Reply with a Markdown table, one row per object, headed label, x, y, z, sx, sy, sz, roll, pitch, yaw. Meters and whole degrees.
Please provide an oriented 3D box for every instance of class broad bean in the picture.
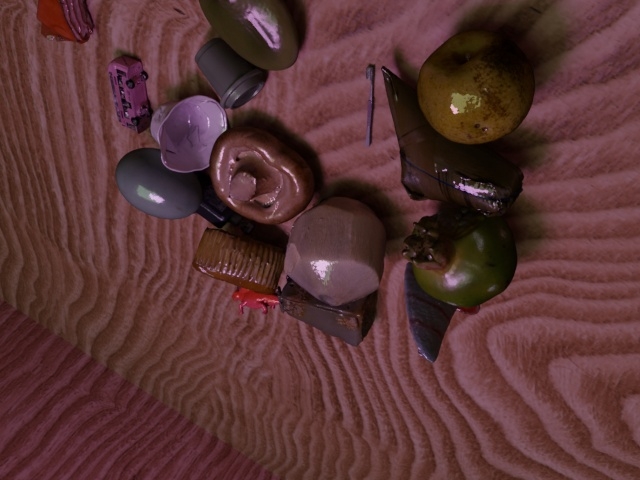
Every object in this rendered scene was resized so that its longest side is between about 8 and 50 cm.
| label | x | y | z | sx | sy | sz | roll | pitch | yaw |
| --- | --- | --- | --- | --- | --- | --- | --- | --- | --- |
| broad bean | -0.147 | -0.449 | 1.213 | 0.189 | 0.121 | 0.263 | -3 | 130 | 43 |

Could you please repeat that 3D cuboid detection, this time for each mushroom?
| label | x | y | z | sx | sy | sz | roll | pitch | yaw |
| --- | --- | --- | --- | --- | --- | --- | --- | --- | --- |
| mushroom | -0.148 | -0.160 | 1.493 | 0.278 | 0.146 | 0.278 | 14 | 127 | 20 |

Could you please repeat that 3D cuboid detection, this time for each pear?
| label | x | y | z | sx | sy | sz | roll | pitch | yaw |
| --- | --- | --- | --- | --- | --- | --- | --- | --- | --- |
| pear | 0.271 | -0.256 | 1.050 | 0.197 | 0.197 | 0.197 | 20 | 139 | 18 |

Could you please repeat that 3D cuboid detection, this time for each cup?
| label | x | y | z | sx | sy | sz | roll | pitch | yaw |
| --- | --- | --- | --- | --- | --- | --- | --- | --- | --- |
| cup | -0.205 | -0.374 | 1.345 | 0.141 | 0.120 | 0.120 | 51 | 140 | -3 |

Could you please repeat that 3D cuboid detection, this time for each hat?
| label | x | y | z | sx | sy | sz | roll | pitch | yaw |
| --- | --- | --- | --- | --- | --- | --- | --- | --- | --- |
| hat | -0.343 | -0.279 | 1.509 | 0.126 | 0.203 | 0.203 | 33 | 149 | 42 |

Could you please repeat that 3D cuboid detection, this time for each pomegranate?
| label | x | y | z | sx | sy | sz | roll | pitch | yaw |
| --- | --- | --- | --- | --- | --- | --- | --- | --- | --- |
| pomegranate | 0.279 | 0.030 | 1.268 | 0.236 | 0.302 | 0.235 | 1 | 92 | 38 |

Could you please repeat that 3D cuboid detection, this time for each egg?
| label | x | y | z | sx | sy | sz | roll | pitch | yaw |
| --- | --- | --- | --- | --- | --- | --- | --- | --- | --- |
| egg | -0.414 | -0.145 | 1.562 | 0.231 | 0.168 | 0.168 | 29 | 142 | -7 |

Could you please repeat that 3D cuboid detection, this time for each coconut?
| label | x | y | z | sx | sy | sz | roll | pitch | yaw |
| --- | --- | --- | --- | --- | --- | --- | --- | --- | --- |
| coconut | 0.036 | 0.038 | 1.458 | 0.245 | 0.247 | 0.245 | 12 | 154 | 6 |

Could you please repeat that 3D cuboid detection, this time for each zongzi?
| label | x | y | z | sx | sy | sz | roll | pitch | yaw |
| --- | --- | --- | --- | --- | --- | --- | --- | --- | --- |
| zongzi | 0.248 | -0.197 | 1.156 | 0.260 | 0.123 | 0.289 | 20 | 140 | 44 |

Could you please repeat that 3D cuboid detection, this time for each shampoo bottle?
| label | x | y | z | sx | sy | sz | roll | pitch | yaw |
| --- | --- | --- | --- | --- | --- | --- | --- | --- | --- |
| shampoo bottle | -0.316 | -0.117 | 1.695 | 0.309 | 0.098 | 0.071 | 36 | 137 | -2 |

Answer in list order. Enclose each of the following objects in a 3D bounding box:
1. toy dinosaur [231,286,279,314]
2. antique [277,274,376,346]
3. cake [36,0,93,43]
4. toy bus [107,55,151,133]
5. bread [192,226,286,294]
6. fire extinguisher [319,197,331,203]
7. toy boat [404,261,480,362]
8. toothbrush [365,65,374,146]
| label | x | y | z | sx | sy | sz | roll | pitch | yaw |
| --- | --- | --- | --- | --- | --- | --- | --- | --- | --- |
| toy dinosaur | -0.188 | 0.164 | 1.941 | 0.286 | 0.070 | 0.138 | -4 | 105 | 37 |
| antique | 0.011 | 0.179 | 1.740 | 0.284 | 0.125 | 0.150 | 17 | 138 | 22 |
| cake | -0.604 | -0.579 | 1.435 | 0.135 | 0.098 | 0.287 | 36 | 146 | 1 |
| toy bus | -0.497 | -0.382 | 1.585 | 0.090 | 0.063 | 0.203 | 25 | 138 | 18 |
| bread | -0.228 | 0.061 | 1.711 | 0.254 | 0.142 | 0.227 | 17 | 175 | -14 |
| fire extinguisher | 0.037 | -0.090 | 1.525 | 0.083 | 0.025 | 0.038 | 7 | 112 | 31 |
| toy boat | 0.263 | 0.155 | 1.407 | 0.206 | 0.282 | 0.096 | 35 | 140 | -1 |
| toothbrush | 0.105 | -0.282 | 1.285 | 0.017 | 0.014 | 0.194 | 18 | 139 | 20 |
